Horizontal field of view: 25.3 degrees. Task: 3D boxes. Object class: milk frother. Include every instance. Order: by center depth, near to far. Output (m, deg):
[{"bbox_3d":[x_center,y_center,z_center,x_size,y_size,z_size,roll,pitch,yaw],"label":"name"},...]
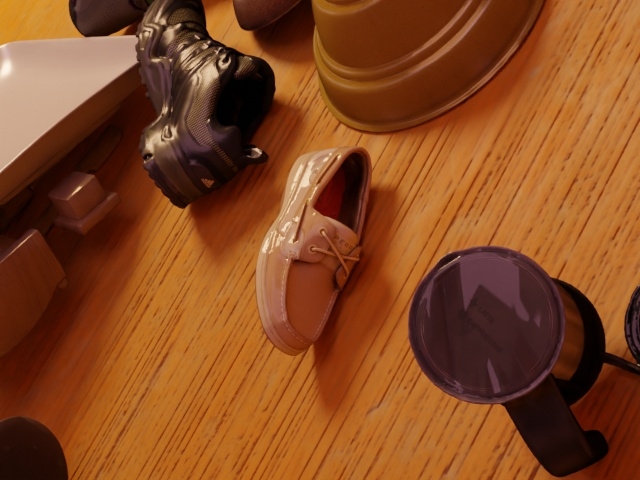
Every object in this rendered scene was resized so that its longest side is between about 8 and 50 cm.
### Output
[{"bbox_3d":[0.142,0.045,0.782,0.129,0.135,0.143,45,98,20],"label":"milk frother"}]

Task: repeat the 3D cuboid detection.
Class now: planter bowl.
[{"bbox_3d":[0.059,-0.197,1.086,0.217,0.090,0.217,-25,46,29],"label":"planter bowl"}]

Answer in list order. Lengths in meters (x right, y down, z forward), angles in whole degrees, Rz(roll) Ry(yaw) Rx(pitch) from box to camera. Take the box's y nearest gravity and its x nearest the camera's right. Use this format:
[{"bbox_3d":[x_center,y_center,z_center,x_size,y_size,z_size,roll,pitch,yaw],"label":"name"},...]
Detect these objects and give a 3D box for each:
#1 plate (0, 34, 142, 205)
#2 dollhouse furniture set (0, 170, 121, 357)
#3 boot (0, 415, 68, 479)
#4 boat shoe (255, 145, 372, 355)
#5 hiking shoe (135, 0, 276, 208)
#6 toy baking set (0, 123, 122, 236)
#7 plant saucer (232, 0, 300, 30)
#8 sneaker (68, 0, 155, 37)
[{"bbox_3d":[-0.303,-0.099,1.305,0.277,0.045,0.278,5,41,45],"label":"plate"},{"bbox_3d":[-0.359,0.094,1.269,0.303,0.174,0.355,15,51,47],"label":"dollhouse furniture set"},{"bbox_3d":[-0.276,0.272,1.033,0.115,0.112,0.305,-14,53,49],"label":"boot"},{"bbox_3d":[0.000,0.000,1.009,0.059,0.063,0.170,-20,47,40],"label":"boat shoe"},{"bbox_3d":[-0.088,-0.131,1.196,0.114,0.086,0.227,-18,54,15],"label":"hiking shoe"},{"bbox_3d":[-0.301,-0.041,1.351,0.256,0.030,0.197,-6,56,40],"label":"toy baking set"},{"bbox_3d":[-0.022,-0.254,1.223,0.168,0.029,0.168,-38,28,24],"label":"plant saucer"},{"bbox_3d":[-0.143,-0.261,1.337,0.223,0.083,0.098,-42,45,9],"label":"sneaker"}]
